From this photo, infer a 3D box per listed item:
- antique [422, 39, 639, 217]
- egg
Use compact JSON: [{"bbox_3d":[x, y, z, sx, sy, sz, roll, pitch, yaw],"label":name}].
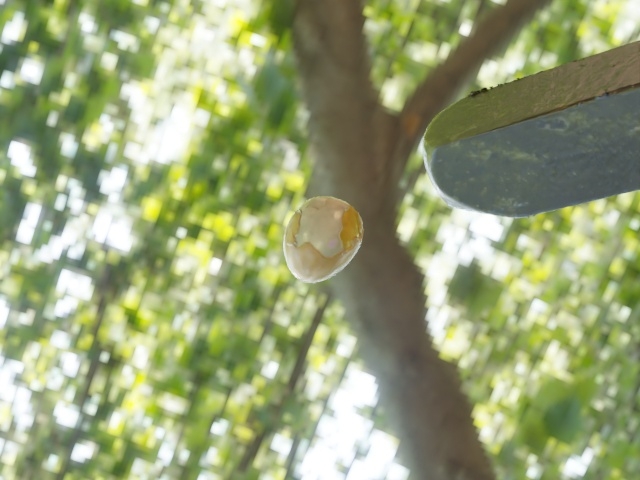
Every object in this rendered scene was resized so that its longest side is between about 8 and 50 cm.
[{"bbox_3d":[0.180,-0.077,1.360,0.221,0.080,0.081,-15,-154,31],"label":"antique"},{"bbox_3d":[0.000,0.000,1.809,0.071,0.083,0.071,24,169,5],"label":"egg"}]
